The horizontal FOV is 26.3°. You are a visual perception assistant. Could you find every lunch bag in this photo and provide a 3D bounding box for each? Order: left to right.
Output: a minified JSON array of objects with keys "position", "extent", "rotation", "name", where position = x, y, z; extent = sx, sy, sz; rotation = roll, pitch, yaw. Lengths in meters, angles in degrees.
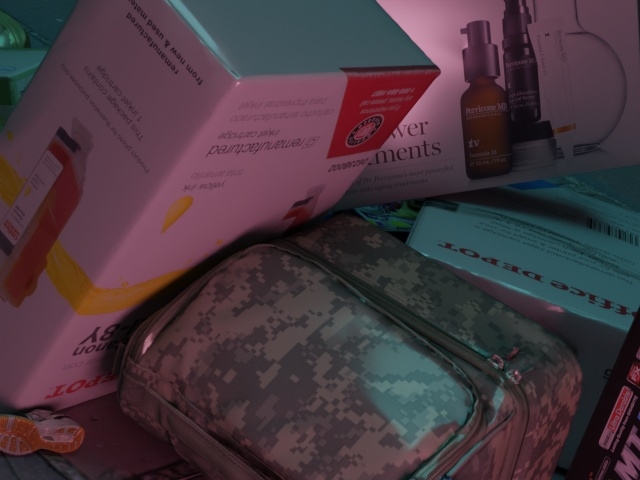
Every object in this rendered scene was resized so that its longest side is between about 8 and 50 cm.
[{"position":[0.018,0.140,1.084],"extent":[0.305,0.212,0.256],"rotation":[34,36,29],"name":"lunch bag"}]

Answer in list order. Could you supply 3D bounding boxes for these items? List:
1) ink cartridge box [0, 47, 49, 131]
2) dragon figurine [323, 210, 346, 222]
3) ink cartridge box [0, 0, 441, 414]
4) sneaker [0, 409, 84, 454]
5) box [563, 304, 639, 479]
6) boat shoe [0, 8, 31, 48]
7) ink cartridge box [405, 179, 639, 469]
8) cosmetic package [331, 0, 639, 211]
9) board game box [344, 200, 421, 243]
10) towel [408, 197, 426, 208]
[{"position":[-0.350,-0.127,1.245],"extent":[0.171,0.056,0.235],"rotation":[4,19,19],"name":"ink cartridge box"},{"position":[0.000,0.000,1.546],"extent":[0.144,0.085,0.289],"rotation":[32,17,27],"name":"dragon figurine"},{"position":[-0.123,-0.047,1.138],"extent":[0.160,0.384,0.279],"rotation":[50,32,19],"name":"ink cartridge box"},{"position":[-0.230,0.150,1.085],"extent":[0.083,0.032,0.037],"rotation":[14,12,-35],"name":"sneaker"},{"position":[0.322,0.216,1.014],"extent":[0.073,0.295,0.293],"rotation":[-4,30,-45],"name":"box"},{"position":[-0.504,-0.307,1.853],"extent":[0.285,0.104,0.089],"rotation":[34,23,32],"name":"boat shoe"},{"position":[0.224,0.065,1.470],"extent":[0.285,0.166,0.395],"rotation":[20,21,6],"name":"ink cartridge box"},{"position":[0.142,-0.197,1.439],"extent":[0.377,0.284,0.097],"rotation":[-9,17,-5],"name":"cosmetic package"},{"position":[0.150,-0.038,1.828],"extent":[0.347,0.056,0.208],"rotation":[1,23,-37],"name":"board game box"},{"position":[0.197,-0.092,1.871],"extent":[0.187,0.049,0.282],"rotation":[15,22,-10],"name":"towel"}]
